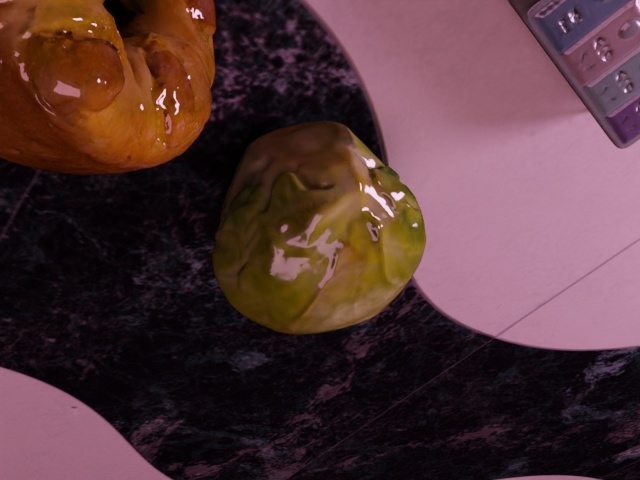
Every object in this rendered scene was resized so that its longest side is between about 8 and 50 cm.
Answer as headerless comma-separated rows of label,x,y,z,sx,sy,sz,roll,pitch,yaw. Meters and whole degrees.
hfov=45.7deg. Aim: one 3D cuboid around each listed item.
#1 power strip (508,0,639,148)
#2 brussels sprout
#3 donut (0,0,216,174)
power strip,0.268,-0.185,0.646,0.145,0.061,0.216,-36,136,21
brussels sprout,0.000,0.000,0.733,0.223,0.161,0.223,0,140,0
donut,-0.150,-0.148,0.473,0.114,0.226,0.226,-11,143,20
